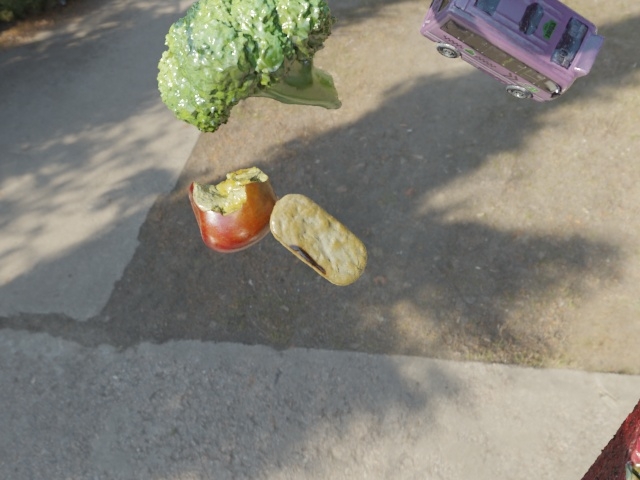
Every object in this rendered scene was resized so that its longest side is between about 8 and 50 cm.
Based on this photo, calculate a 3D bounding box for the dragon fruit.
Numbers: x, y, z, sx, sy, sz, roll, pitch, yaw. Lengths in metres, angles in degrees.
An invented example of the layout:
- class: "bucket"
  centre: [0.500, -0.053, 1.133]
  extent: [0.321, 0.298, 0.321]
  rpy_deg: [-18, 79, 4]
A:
- class: "dragon fruit"
  centre: [0.542, 0.443, 0.835]
  extent: [0.152, 0.317, 0.205]
  rpy_deg: [31, 26, 24]

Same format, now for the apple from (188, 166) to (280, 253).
- class: "apple"
  centre: [-0.154, -0.055, 0.935]
  extent: [0.158, 0.147, 0.156]
  rpy_deg: [-17, 12, -17]

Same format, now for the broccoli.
- class: "broccoli"
  centre: [-0.091, -0.298, 0.762]
  extent: [0.302, 0.254, 0.186]
  rpy_deg: [-27, 81, -29]

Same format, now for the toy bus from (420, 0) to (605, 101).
- class: "toy bus"
  centre: [0.209, -0.226, 0.546]
  extent: [0.178, 0.098, 0.087]
  rpy_deg: [25, 91, -12]

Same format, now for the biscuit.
- class: "biscuit"
  centre: [0.000, 0.000, 0.626]
  extent: [0.147, 0.018, 0.071]
  rpy_deg: [38, 67, -17]
